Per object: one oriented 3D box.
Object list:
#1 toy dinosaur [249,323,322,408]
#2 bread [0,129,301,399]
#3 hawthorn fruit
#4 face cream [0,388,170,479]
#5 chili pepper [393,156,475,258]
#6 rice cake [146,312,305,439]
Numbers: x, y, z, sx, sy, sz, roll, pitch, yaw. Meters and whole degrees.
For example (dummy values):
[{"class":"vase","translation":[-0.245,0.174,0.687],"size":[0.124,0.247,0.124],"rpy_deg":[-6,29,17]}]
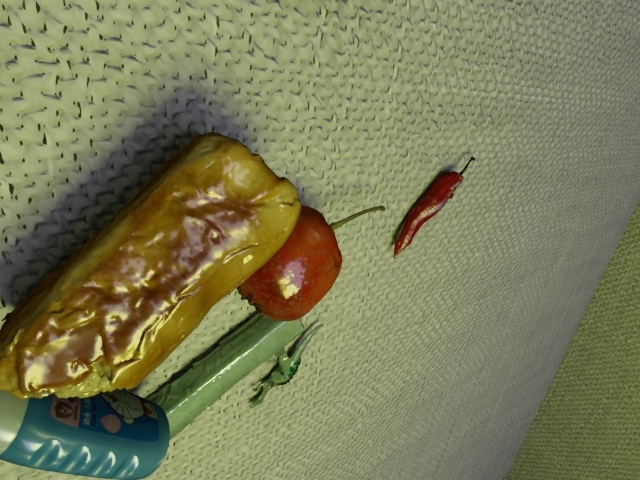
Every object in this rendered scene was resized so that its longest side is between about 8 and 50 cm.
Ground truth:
[{"class":"toy dinosaur","translation":[-0.063,0.244,0.831],"size":[0.187,0.044,0.106],"rpy_deg":[-43,150,-29]},{"class":"bread","translation":[-0.181,0.031,0.492],"size":[0.344,0.195,0.149],"rpy_deg":[-46,115,-8]},{"class":"hawthorn fruit","translation":[0.000,0.000,0.648],"size":[0.285,0.165,0.165],"rpy_deg":[-33,132,-19]},{"class":"face cream","translation":[-0.311,0.210,0.518],"size":[0.083,0.149,0.264],"rpy_deg":[-54,132,-5]},{"class":"chili pepper","translation":[0.223,-0.074,0.872],"size":[0.050,0.059,0.268],"rpy_deg":[42,87,-7]},{"class":"rice cake","translation":[-0.172,0.218,0.701],"size":[0.336,0.063,0.066],"rpy_deg":[-37,130,-17]}]
